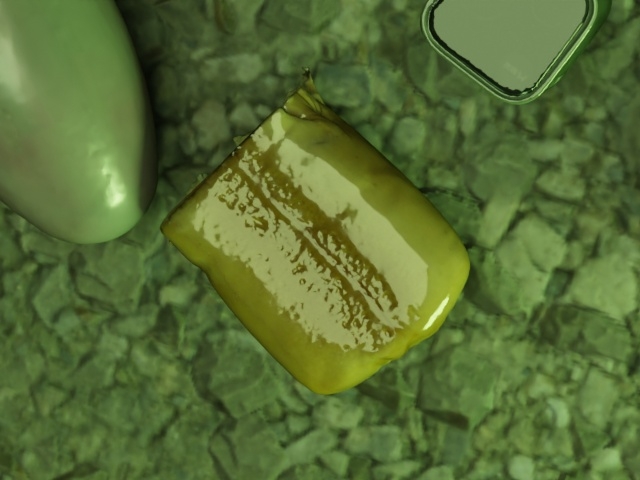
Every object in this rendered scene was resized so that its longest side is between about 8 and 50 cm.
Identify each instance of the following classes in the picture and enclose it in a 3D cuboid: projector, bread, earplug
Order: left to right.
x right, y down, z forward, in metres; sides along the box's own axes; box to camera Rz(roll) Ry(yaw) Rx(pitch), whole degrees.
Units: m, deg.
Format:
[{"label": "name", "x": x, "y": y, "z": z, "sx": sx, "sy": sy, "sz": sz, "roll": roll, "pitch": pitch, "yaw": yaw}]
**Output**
[{"label": "earplug", "x": -0.196, "y": -0.133, "z": 1.151, "sx": 0.172, "sy": 0.172, "sz": 0.301, "roll": -26, "pitch": 98, "yaw": 17}, {"label": "bread", "x": 0.000, "y": 0.000, "z": 1.150, "sx": 0.134, "sy": 0.085, "sz": 0.173, "roll": -43, "pitch": 85, "yaw": 14}, {"label": "projector", "x": 0.113, "y": -0.131, "z": 1.100, "sx": 0.083, "sy": 0.082, "sz": 0.083, "roll": 39, "pitch": 106, "yaw": 6}]
